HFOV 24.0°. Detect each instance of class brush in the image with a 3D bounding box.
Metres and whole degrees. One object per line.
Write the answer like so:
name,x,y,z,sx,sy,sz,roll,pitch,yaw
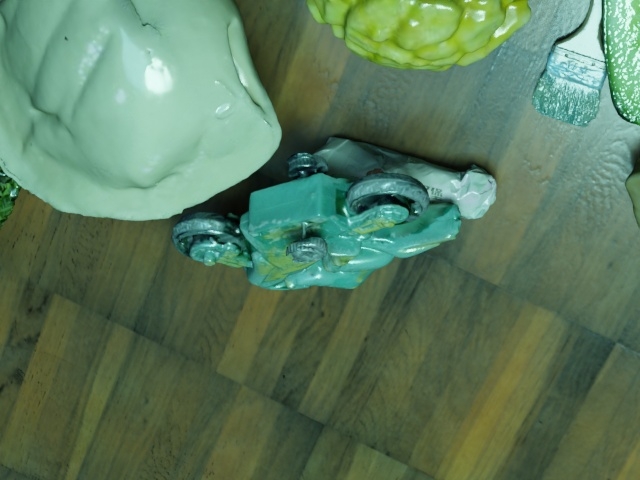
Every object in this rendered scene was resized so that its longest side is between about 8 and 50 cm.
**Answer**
brush,0.276,-0.213,1.535,0.070,0.021,0.196,19,111,5

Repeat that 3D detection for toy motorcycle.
toy motorcycle,0.002,0.000,1.589,0.296,0.198,0.109,-15,61,33

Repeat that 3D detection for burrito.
burrito,0.088,-0.066,1.609,0.203,0.064,0.064,11,110,11

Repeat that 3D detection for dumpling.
dumpling,-0.240,-0.188,1.561,0.315,0.233,0.395,-37,88,14

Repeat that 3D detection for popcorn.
popcorn,0.093,-0.280,1.454,0.249,0.249,0.225,42,149,-2

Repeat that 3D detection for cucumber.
cucumber,0.328,-0.234,1.491,0.115,0.063,0.244,6,109,2

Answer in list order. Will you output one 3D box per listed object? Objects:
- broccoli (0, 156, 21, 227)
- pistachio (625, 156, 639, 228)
broccoli,-0.430,-0.070,1.673,0.197,0.176,0.226,16,147,11
pistachio,0.383,-0.045,1.518,0.149,0.113,0.113,1,108,14
